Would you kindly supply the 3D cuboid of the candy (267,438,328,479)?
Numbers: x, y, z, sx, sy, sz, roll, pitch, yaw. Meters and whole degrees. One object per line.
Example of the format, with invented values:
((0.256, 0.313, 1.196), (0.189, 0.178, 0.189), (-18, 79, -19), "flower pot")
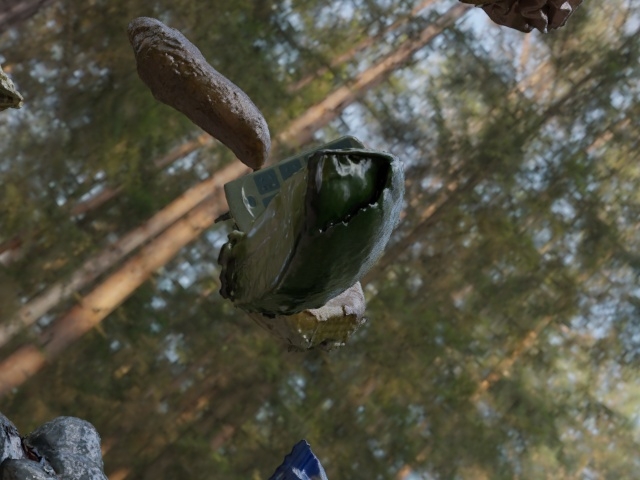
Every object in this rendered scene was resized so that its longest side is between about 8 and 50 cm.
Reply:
((0.042, 0.436, 1.527), (0.331, 0.187, 0.077), (39, -8, -1), "candy")

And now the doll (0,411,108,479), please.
((-0.273, 0.188, 1.027), (0.246, 0.158, 0.340), (8, -53, 49), "doll")

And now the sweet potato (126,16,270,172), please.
((-0.195, -0.227, 1.598), (0.341, 0.092, 0.114), (45, 2, 28), "sweet potato")

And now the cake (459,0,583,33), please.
((0.260, -0.337, 1.382), (0.207, 0.185, 0.178), (-25, -69, 30), "cake")

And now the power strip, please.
((-0.033, -0.068, 1.483), (0.029, 0.227, 0.080), (77, -9, -73), "power strip")

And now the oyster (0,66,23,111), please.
((-0.363, -0.178, 1.198), (0.146, 0.045, 0.122), (-18, -103, 49), "oyster")

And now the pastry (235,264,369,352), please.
((-0.041, 0.086, 1.975), (0.236, 0.257, 0.121), (49, -56, 24), "pastry")

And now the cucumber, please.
((0.003, 0.002, 1.014), (0.325, 0.145, 0.105), (134, -51, -71), "cucumber")
